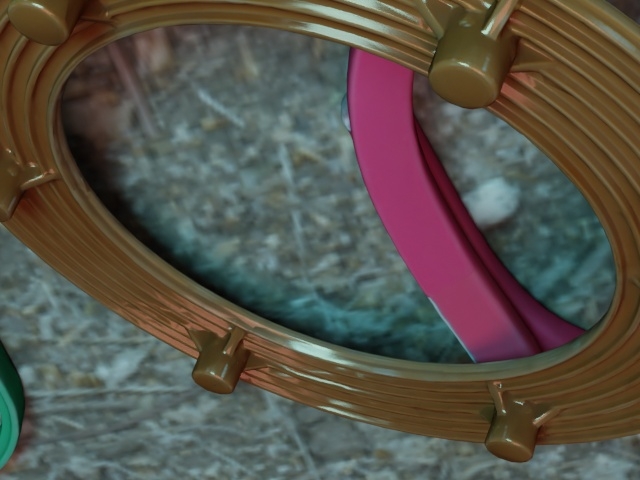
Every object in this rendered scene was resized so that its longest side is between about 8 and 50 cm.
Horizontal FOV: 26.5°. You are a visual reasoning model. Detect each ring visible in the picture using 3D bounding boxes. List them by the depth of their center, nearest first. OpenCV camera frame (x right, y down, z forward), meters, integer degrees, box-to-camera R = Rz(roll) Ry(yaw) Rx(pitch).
[{"bbox_3d":[0.000,0.000,0.506,0.336,0.032,0.337,16,151,9],"label":"ring"}]

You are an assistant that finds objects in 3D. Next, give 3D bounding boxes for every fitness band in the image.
[{"bbox_3d":[0.133,-0.035,0.565,0.209,0.054,0.291,-26,122,15],"label":"fitness band"}]

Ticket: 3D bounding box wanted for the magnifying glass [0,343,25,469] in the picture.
[{"bbox_3d":[-0.182,0.032,0.632,0.092,0.026,0.231,9,124,-5],"label":"magnifying glass"}]
